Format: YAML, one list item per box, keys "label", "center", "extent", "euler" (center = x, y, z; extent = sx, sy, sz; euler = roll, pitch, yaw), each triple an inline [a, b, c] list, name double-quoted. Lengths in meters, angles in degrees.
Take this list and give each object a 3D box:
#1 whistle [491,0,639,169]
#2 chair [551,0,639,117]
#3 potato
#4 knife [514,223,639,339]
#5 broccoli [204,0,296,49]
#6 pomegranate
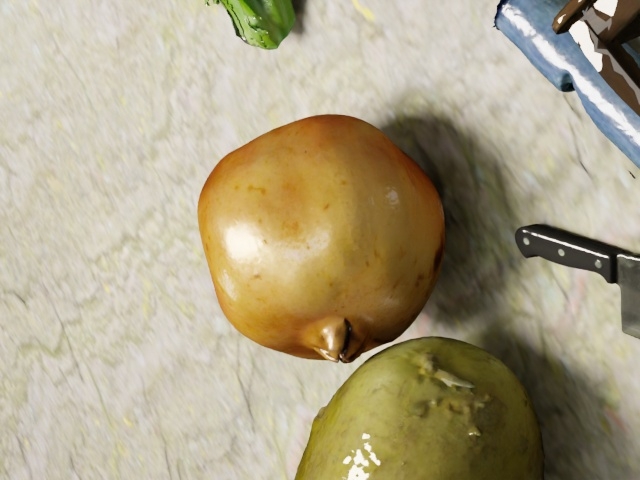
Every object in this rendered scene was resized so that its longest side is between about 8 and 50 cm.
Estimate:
- label: "whistle"
  center: [0.240, -0.071, 1.155]
  extent: [0.304, 0.062, 0.062]
  euler: [48, 138, 22]
- label: "chair"
  center: [0.230, -0.205, 1.027]
  extent: [0.319, 0.160, 0.186]
  euler: [55, 138, 11]
- label: "potato"
  center: [0.072, 0.250, 1.372]
  extent: [0.219, 0.269, 0.359]
  euler: [21, 101, 16]
- label: "knife"
  center: [0.245, 0.046, 1.240]
  extent: [0.245, 0.019, 0.072]
  euler: [21, 124, 40]
- label: "broccoli"
  center: [-0.082, -0.237, 1.388]
  extent: [0.219, 0.194, 0.194]
  euler: [-3, 107, 25]
- label: "pomegranate"
  center: [-0.002, -0.004, 1.355]
  extent: [0.209, 0.209, 0.209]
  euler: [24, 125, 40]
